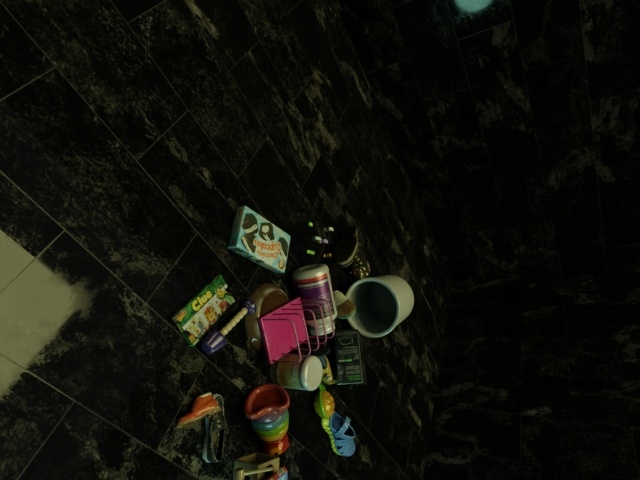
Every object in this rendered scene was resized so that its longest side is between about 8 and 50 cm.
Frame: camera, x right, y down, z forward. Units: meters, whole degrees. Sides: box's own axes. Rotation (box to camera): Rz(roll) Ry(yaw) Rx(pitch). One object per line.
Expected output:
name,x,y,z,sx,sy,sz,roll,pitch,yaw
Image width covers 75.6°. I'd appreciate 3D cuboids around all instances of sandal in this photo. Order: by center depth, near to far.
sandal,0.119,1.001,2.124,0.318,0.138,0.126,65,35,-28

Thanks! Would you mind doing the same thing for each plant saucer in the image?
plant saucer,-0.210,0.344,1.828,0.310,0.050,0.312,19,67,-54

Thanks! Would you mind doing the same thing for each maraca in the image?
maraca,0.017,0.794,2.049,0.186,0.099,0.127,-99,169,-48

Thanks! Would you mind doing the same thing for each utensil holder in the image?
utensil holder,0.356,0.368,2.429,0.385,0.327,0.329,1,83,-65

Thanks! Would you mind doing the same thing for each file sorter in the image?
file sorter,-0.091,0.383,1.791,0.290,0.182,0.203,-20,101,-57

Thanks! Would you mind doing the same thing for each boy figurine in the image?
boy figurine,0.028,0.631,2.056,0.177,0.092,0.286,-116,-172,-58

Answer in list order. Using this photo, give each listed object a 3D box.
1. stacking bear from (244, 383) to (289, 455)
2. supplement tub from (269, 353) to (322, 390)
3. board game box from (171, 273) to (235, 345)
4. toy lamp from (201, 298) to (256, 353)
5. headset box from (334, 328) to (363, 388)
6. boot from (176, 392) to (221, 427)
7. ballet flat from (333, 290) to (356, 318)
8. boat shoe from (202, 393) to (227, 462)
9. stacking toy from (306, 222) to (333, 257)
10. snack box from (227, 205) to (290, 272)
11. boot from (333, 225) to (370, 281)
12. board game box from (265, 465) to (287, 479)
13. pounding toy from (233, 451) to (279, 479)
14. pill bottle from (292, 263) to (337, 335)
stacking bear,-0.198,0.747,1.672,0.164,0.175,0.290,-128,-152,-66
supplement tub,-0.107,0.572,1.800,0.144,0.199,0.145,16,71,-56
board game box,-0.426,0.252,1.531,0.260,0.030,0.136,-51,123,-48
toy lamp,-0.351,0.330,1.589,0.274,0.080,0.080,-43,119,-53
headset box,0.160,0.630,2.163,0.246,0.131,0.284,60,24,-67
boot,-0.434,0.589,1.433,0.157,0.059,0.085,-12,61,-43
ballet flat,0.103,0.323,2.158,0.124,0.116,0.342,61,-2,-1
boat shoe,-0.372,0.675,1.484,0.080,0.075,0.229,30,60,-51
stacking toy,0.000,0.000,2.217,0.221,0.052,0.167,15,71,-55
snack box,-0.259,0.004,1.808,0.321,0.060,0.187,35,56,-49
boot,0.188,0.115,2.372,0.378,0.138,0.285,-78,150,-61
board game box,-0.191,0.964,1.575,0.144,0.027,0.282,-26,141,-28
pounding toy,-0.246,0.879,1.541,0.206,0.180,0.094,17,70,-55
pill bottle,-0.021,0.286,2.008,0.181,0.181,0.324,-21,102,-56
